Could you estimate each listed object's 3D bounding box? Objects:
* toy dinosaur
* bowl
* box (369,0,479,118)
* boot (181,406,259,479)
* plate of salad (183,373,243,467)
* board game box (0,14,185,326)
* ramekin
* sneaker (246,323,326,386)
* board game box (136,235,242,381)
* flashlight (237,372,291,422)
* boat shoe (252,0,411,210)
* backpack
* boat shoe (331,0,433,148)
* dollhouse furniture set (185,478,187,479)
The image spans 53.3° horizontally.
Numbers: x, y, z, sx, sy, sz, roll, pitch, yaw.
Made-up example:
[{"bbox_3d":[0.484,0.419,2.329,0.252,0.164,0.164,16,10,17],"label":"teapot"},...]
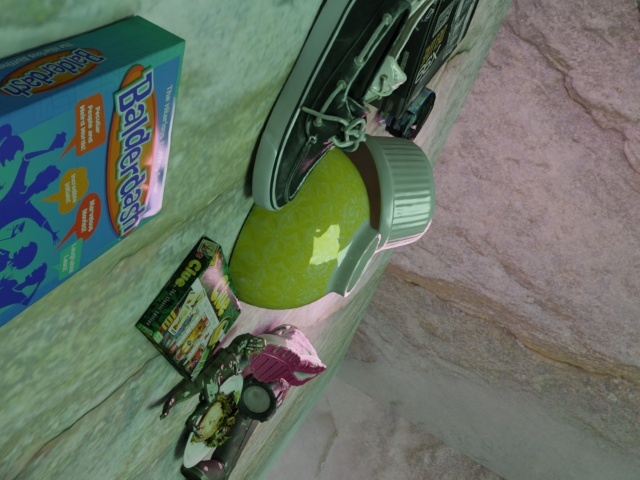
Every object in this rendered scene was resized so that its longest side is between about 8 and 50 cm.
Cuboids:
[{"bbox_3d":[-0.186,0.242,1.033,0.268,0.064,0.118,-39,149,-56],"label":"toy dinosaur"},{"bbox_3d":[0.000,0.000,0.992,0.289,0.156,0.289,-56,167,-20],"label":"bowl"},{"bbox_3d":[0.197,-0.390,1.087,0.307,0.077,0.242,-52,166,-35],"label":"box"},{"bbox_3d":[-0.203,0.436,1.375,0.208,0.076,0.189,-57,159,-26],"label":"boot"},{"bbox_3d":[-0.197,0.351,1.233,0.199,0.048,0.199,-58,164,-28],"label":"plate of salad"},{"bbox_3d":[-0.177,-0.040,0.413,0.210,0.047,0.160,-48,163,-48],"label":"board game box"},{"bbox_3d":[0.112,-0.083,1.102,0.109,0.207,0.207,-6,142,-19],"label":"ramekin"},{"bbox_3d":[-0.086,0.232,1.347,0.103,0.111,0.252,-34,150,9],"label":"sneaker"},{"bbox_3d":[-0.165,0.103,0.857,0.136,0.030,0.259,-59,168,-20],"label":"board game box"},{"bbox_3d":[-0.105,0.319,1.475,0.103,0.103,0.304,-59,174,11],"label":"flashlight"},{"bbox_3d":[0.015,-0.162,0.790,0.306,0.105,0.113,-63,168,11],"label":"boat shoe"},{"bbox_3d":[0.171,-0.259,1.265,0.114,0.084,0.105,-58,170,14],"label":"backpack"},{"bbox_3d":[0.071,-0.238,0.867,0.277,0.096,0.098,-63,169,12],"label":"boat shoe"},{"bbox_3d":[-0.287,0.629,1.375,0.151,0.144,0.123,-41,157,-18],"label":"dollhouse furniture set"}]
